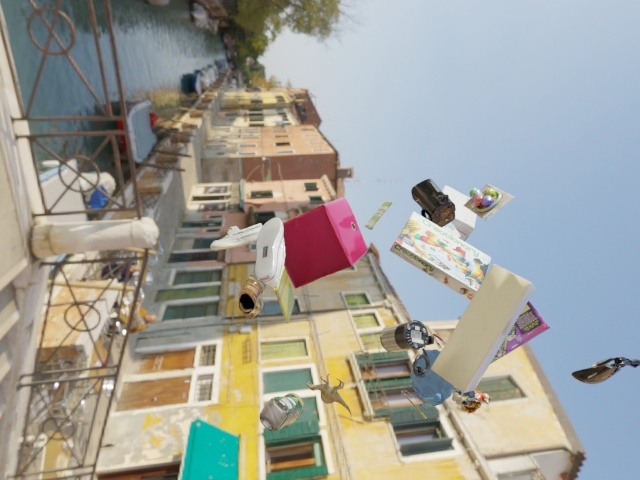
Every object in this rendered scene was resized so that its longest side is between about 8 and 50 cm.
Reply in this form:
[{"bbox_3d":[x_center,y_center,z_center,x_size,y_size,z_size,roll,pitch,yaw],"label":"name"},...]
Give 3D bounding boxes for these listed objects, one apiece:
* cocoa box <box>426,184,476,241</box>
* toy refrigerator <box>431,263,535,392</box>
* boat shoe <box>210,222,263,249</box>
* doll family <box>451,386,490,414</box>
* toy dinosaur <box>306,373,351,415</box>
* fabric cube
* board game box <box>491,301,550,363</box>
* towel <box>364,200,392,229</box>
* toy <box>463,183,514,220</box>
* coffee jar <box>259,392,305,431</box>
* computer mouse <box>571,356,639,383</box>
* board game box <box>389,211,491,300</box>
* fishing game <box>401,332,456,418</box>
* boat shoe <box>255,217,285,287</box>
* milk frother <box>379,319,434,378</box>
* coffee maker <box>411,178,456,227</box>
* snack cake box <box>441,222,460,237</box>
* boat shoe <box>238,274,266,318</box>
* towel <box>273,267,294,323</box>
[{"bbox_3d":[0.726,-0.113,2.435,0.347,0.231,0.228,-52,169,-54],"label":"cocoa box"},{"bbox_3d":[0.358,0.193,0.953,0.094,0.102,0.269,31,-85,34],"label":"toy refrigerator"},{"bbox_3d":[-0.333,-0.019,1.721,0.079,0.227,0.081,-24,-99,68],"label":"boat shoe"},{"bbox_3d":[0.584,0.636,1.800,0.118,0.163,0.263,-61,-146,3],"label":"doll family"},{"bbox_3d":[0.046,0.519,1.467,0.092,0.183,0.053,-59,164,-14],"label":"toy dinosaur"},{"bbox_3d":[0.000,0.000,1.677,0.254,0.259,0.258,67,22,-3],"label":"fabric cube"},{"bbox_3d":[0.859,0.417,2.021,0.208,0.347,0.056,60,13,26],"label":"board game box"},{"bbox_3d":[0.256,-0.108,1.878,0.152,0.023,0.113,-51,-171,3],"label":"towel"},{"bbox_3d":[0.659,-0.171,1.731,0.056,0.137,0.237,43,11,-13],"label":"toy"},{"bbox_3d":[-0.116,0.537,1.357,0.096,0.079,0.184,-53,159,-3],"label":"coffee jar"},{"bbox_3d":[1.123,0.530,1.721,0.262,0.184,0.060,-38,-134,43],"label":"computer mouse"},{"bbox_3d":[0.397,0.046,1.409,0.193,0.305,0.053,-51,170,-45],"label":"board game box"},{"bbox_3d":[0.388,0.465,1.466,0.189,0.041,0.264,33,-79,55],"label":"fishing game"},{"bbox_3d":[-0.162,0.040,1.437,0.084,0.095,0.258,55,33,-44],"label":"boat shoe"},{"bbox_3d":[0.250,0.318,1.247,0.143,0.129,0.135,-64,-168,-26],"label":"milk frother"},{"bbox_3d":[0.458,-0.168,1.732,0.171,0.120,0.178,94,-24,-43],"label":"coffee maker"},{"bbox_3d":[0.557,0.018,2.176,0.089,0.152,0.264,58,-33,5],"label":"snack cake box"},{"bbox_3d":[-0.347,0.291,2.062,0.120,0.123,0.324,-59,170,-39],"label":"boat shoe"},{"bbox_3d":[-0.131,0.199,1.542,0.237,0.021,0.102,80,21,-50],"label":"towel"}]
